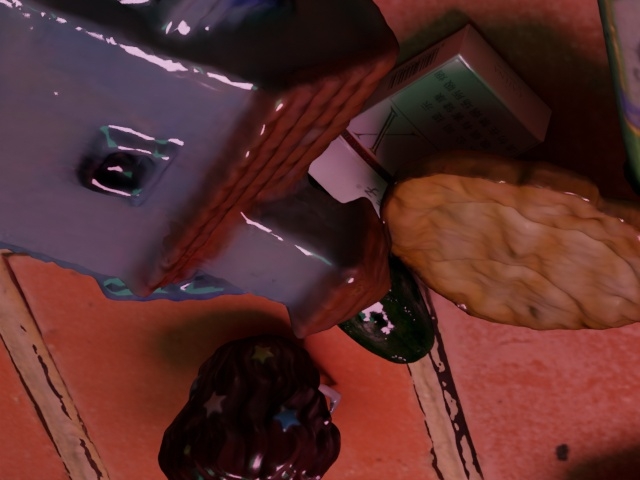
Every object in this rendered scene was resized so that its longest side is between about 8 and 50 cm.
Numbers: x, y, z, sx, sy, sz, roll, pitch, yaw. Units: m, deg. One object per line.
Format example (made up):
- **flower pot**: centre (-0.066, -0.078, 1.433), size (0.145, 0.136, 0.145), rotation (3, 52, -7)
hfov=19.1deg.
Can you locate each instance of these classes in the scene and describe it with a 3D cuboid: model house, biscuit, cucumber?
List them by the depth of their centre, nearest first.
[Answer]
- **model house**: centre (-0.073, -0.102, 1.126), size (0.329, 0.252, 0.295), rotation (24, 134, -14)
- **biscuit**: centre (0.131, 0.006, 1.225), size (0.203, 0.041, 0.260), rotation (13, 160, 1)
- **cucumber**: centre (0.000, 0.000, 1.307), size (0.069, 0.069, 0.227), rotation (-26, 116, 36)

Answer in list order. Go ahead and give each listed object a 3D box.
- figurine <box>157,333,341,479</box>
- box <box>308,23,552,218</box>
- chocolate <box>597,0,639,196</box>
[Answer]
- **figurine**: centre (-0.052, 0.183, 1.378), size (0.174, 0.240, 0.116), rotation (-12, 147, 30)
- **box**: centre (0.063, -0.070, 1.232), size (0.154, 0.040, 0.084), rotation (-29, 119, 38)
- **chocolate**: centre (0.198, -0.155, 1.068), size (0.110, 0.110, 0.291), rotation (-4, 129, 22)
